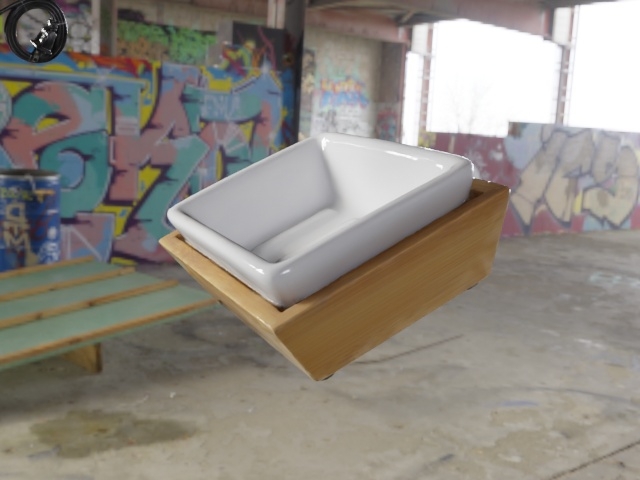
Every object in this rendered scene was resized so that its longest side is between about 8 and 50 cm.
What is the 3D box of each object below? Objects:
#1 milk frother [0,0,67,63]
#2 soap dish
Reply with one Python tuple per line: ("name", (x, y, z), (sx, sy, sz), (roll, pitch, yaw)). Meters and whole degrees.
("milk frother", (-0.348, -0.250, 0.741), (0.129, 0.134, 0.143), (-31, -32, 12))
("soap dish", (0.000, 0.000, 0.680), (0.229, 0.118, 0.291), (-29, 25, -19))
